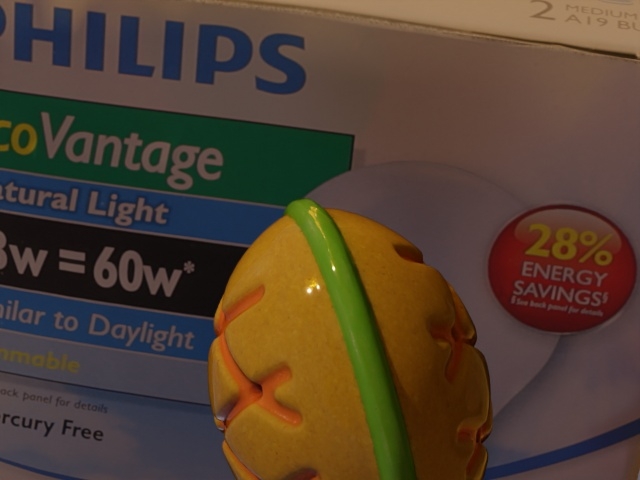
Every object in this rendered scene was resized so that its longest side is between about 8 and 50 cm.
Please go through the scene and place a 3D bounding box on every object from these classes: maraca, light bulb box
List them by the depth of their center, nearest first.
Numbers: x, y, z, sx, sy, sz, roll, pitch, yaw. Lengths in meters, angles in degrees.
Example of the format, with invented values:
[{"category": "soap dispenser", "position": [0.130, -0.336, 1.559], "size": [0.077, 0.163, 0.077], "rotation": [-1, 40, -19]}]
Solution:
[{"category": "maraca", "position": [0.015, 0.074, 0.652], "size": [0.127, 0.099, 0.185], "rotation": [-131, 27, -76]}, {"category": "light bulb box", "position": [0.000, 0.000, 0.931], "size": [0.225, 0.358, 0.361], "rotation": [-77, -7, -59]}]
